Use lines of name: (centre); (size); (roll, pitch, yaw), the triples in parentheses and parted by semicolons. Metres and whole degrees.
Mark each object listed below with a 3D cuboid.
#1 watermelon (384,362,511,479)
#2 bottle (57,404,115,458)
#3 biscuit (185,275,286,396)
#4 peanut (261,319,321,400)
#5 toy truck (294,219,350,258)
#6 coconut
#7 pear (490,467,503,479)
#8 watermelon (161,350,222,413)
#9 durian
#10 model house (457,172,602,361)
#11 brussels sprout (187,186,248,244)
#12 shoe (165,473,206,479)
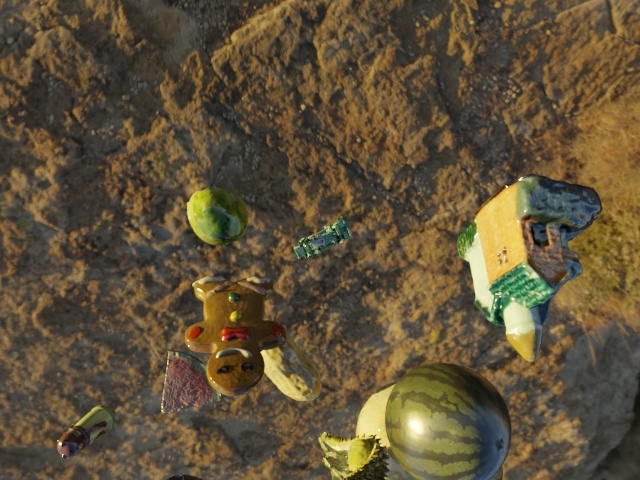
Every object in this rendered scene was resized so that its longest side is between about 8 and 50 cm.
watermelon: (0.216, 0.311, 0.833); (0.212, 0.212, 0.212); (-6, 130, -7)
bottle: (-0.380, 0.312, 0.791); (0.047, 0.101, 0.063); (30, 107, 6)
biscuit: (-0.237, 0.241, 1.387); (0.282, 0.432, 0.064); (0, 127, -7)
peanut: (-0.115, 0.396, 1.590); (0.152, 0.152, 0.313); (-36, 95, 18)
toy truck: (0.000, 0.000, 1.501); (0.175, 0.081, 0.067); (-28, 98, -11)
coconut: (0.290, 0.683, 1.662); (0.344, 0.416, 0.416); (-10, 131, 2)
pear: (0.284, 0.458, 0.977); (0.141, 0.141, 0.104); (25, 110, -28)
watermelon: (-0.411, 0.435, 1.532); (0.136, 0.202, 0.207); (-31, 109, 23)
durian: (0.087, 0.594, 1.277); (0.166, 0.306, 0.172); (-3, 94, -18)
model house: (0.368, 0.070, 0.861); (0.184, 0.292, 0.253); (10, 155, -11)
brussels sprout: (-0.250, -0.048, 1.198); (0.151, 0.122, 0.149); (8, 131, -24)
shoe: (-0.308, 0.682, 1.285); (0.240, 0.108, 0.093); (25, 140, -17)
